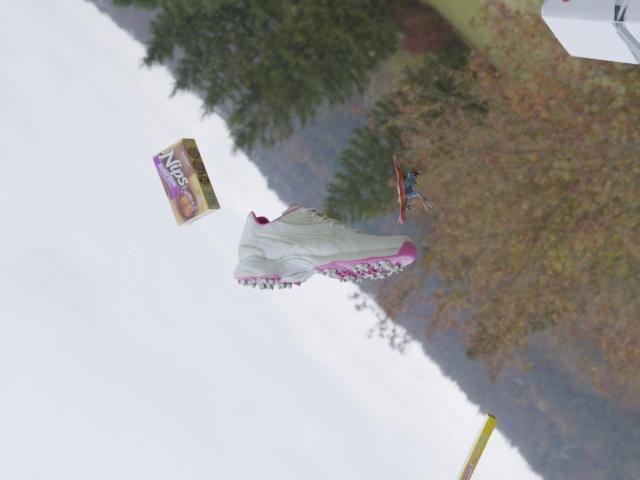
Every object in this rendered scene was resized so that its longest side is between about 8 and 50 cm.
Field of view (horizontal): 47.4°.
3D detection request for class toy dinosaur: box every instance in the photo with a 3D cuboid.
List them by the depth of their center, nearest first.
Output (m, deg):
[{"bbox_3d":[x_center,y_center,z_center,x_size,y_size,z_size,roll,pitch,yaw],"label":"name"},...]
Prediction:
[{"bbox_3d":[0.119,-0.065,1.056,0.090,0.047,0.082,36,-129,3],"label":"toy dinosaur"}]

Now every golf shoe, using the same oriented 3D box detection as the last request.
[{"bbox_3d":[0.000,0.000,1.161,0.115,0.306,0.140,36,-129,-66],"label":"golf shoe"}]

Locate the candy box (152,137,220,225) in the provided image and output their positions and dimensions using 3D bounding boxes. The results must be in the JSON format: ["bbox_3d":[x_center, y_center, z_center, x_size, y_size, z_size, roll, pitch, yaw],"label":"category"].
[{"bbox_3d":[-0.326,-0.142,1.769,0.053,0.109,0.187,-14,-98,-61],"label":"candy box"}]

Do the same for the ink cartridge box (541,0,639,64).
[{"bbox_3d":[0.649,-0.472,1.312,0.394,0.286,0.166,24,177,45],"label":"ink cartridge box"}]

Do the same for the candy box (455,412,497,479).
[{"bbox_3d":[0.351,0.497,1.676,0.027,0.206,0.105,26,176,11],"label":"candy box"}]
